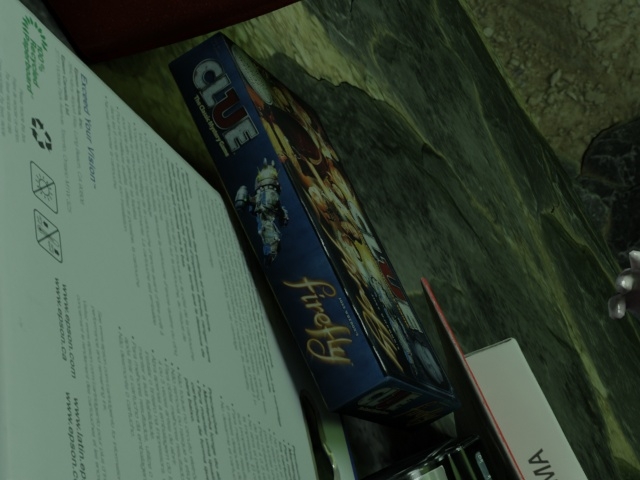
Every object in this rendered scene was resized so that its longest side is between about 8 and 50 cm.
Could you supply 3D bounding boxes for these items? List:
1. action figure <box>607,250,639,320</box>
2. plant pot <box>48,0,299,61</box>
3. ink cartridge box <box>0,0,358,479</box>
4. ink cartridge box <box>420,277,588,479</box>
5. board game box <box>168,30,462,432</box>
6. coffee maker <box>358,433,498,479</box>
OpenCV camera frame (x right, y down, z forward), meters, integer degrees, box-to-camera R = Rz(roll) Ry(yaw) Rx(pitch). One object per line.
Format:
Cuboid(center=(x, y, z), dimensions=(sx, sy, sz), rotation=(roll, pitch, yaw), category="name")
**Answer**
Cuboid(center=(0.144, 0.140, 0.479), dimensions=(0.248, 0.370, 0.275), rotation=(-7, 76, -70), category="action figure")
Cuboid(center=(-0.081, -0.264, 0.862), dimensions=(0.267, 0.236, 0.267), rotation=(57, 20, -10), category="plant pot")
Cuboid(center=(-0.081, 0.081, 0.643), dimensions=(0.330, 0.071, 0.324), rotation=(47, 23, -49), category="ink cartridge box")
Cuboid(center=(0.168, 0.195, 0.936), dimensions=(0.261, 0.066, 0.296), rotation=(74, -5, -52), category="ink cartridge box")
Cuboid(center=(0.000, 0.000, 0.828), dimensions=(0.243, 0.042, 0.165), rotation=(64, 13, 20), category="board game box")
Cuboid(center=(0.083, 0.224, 0.826), dimensions=(0.171, 0.120, 0.178), rotation=(88, -21, -79), category="coffee maker")
